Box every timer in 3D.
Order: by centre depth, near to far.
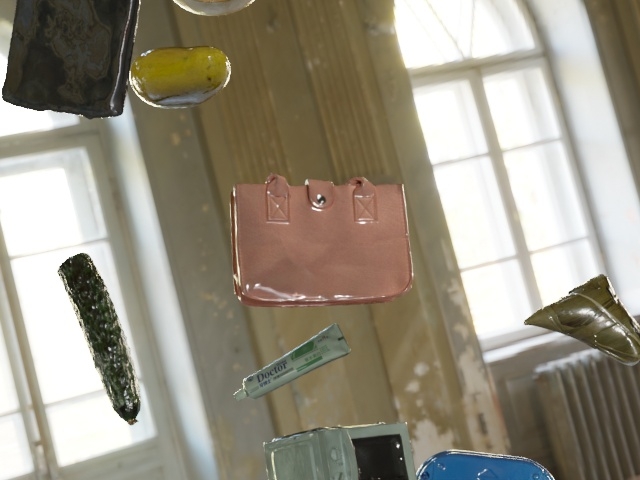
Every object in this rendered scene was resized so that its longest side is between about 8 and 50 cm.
[{"bbox_3d":[0.368,0.633,2.110,0.340,0.309,0.115,5,-25,10],"label":"timer"}]

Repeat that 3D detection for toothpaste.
[{"bbox_3d":[-0.053,0.219,1.627,0.218,0.064,0.041,-30,-31,4],"label":"toothpaste"}]

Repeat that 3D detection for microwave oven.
[{"bbox_3d":[0.033,0.366,1.532,0.162,0.123,0.208,-22,-20,41],"label":"microwave oven"}]

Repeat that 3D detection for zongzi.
[{"bbox_3d":[0.454,0.172,1.576,0.178,0.189,0.081,-26,-16,-20],"label":"zongzi"}]

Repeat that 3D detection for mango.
[{"bbox_3d":[-0.178,-0.212,1.210,0.161,0.076,0.103,-5,-14,44],"label":"mango"}]

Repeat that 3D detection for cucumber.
[{"bbox_3d":[-0.339,0.156,1.482,0.067,0.294,0.067,-24,-18,-8],"label":"cucumber"}]

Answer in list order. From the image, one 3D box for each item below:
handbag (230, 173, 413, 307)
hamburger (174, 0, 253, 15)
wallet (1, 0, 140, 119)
[{"bbox_3d":[0.000,0.000,1.140,0.212,0.157,0.059,0,-14,-12],"label":"handbag"},{"bbox_3d":[-0.182,-0.490,1.616,0.236,0.237,0.147,-14,-36,-9],"label":"hamburger"},{"bbox_3d":[-0.280,-0.287,1.089,0.146,0.285,0.030,9,5,-2],"label":"wallet"}]
